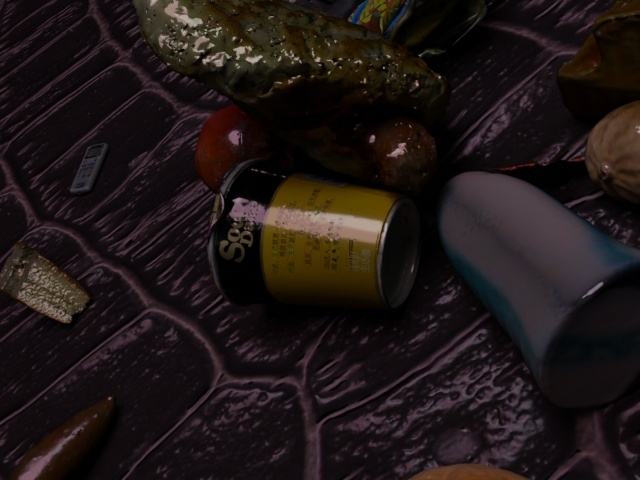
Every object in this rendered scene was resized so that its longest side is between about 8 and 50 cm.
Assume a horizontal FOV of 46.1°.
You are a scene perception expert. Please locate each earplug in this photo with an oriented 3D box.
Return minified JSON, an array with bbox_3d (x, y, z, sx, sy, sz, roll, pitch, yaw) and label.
[{"bbox_3d":[0.239,0.014,0.864,0.185,0.185,0.324,-36,40,1],"label":"earplug"}]

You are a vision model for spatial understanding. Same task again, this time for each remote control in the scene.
[{"bbox_3d":[-0.464,-0.144,1.514,0.053,0.018,0.124,-7,53,26],"label":"remote control"}]

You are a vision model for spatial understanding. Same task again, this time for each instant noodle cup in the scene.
[{"bbox_3d":[0.000,0.000,1.002,0.236,0.215,0.216,7,59,26],"label":"instant noodle cup"}]

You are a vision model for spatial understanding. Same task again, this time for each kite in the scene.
[{"bbox_3d":[0.276,-0.098,0.993,0.222,0.008,0.125,-7,3,-20],"label":"kite"}]

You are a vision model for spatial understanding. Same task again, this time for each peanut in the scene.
[{"bbox_3d":[0.420,-0.105,0.869,0.224,0.129,0.129,-8,52,29],"label":"peanut"}]

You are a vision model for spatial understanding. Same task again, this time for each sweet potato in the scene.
[{"bbox_3d":[-0.382,0.365,1.020,0.108,0.079,0.346,2,59,17],"label":"sweet potato"}]

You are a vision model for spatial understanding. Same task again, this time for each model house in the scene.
[{"bbox_3d":[0.409,-0.248,0.934,0.239,0.268,0.173,-18,68,20],"label":"model house"}]

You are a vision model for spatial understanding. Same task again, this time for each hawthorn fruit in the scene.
[{"bbox_3d":[-0.116,-0.138,1.199,0.172,0.173,0.173,-16,49,20],"label":"hawthorn fruit"}]

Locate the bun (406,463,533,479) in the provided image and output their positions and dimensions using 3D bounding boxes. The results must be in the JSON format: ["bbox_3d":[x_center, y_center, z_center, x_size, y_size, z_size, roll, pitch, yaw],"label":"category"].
[{"bbox_3d":[0.121,0.338,0.675,0.298,0.165,0.299,-17,47,19],"label":"bun"}]

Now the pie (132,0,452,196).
[{"bbox_3d":[-0.028,-0.233,1.020,0.180,0.418,0.395,-62,4,14],"label":"pie"}]

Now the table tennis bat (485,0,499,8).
[{"bbox_3d":[0.265,-0.448,1.242,0.169,0.119,0.107,10,63,38],"label":"table tennis bat"}]

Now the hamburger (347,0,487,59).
[{"bbox_3d":[0.168,-0.370,1.209,0.276,0.150,0.261,-20,35,57],"label":"hamburger"}]

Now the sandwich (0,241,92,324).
[{"bbox_3d":[-0.504,0.069,1.320,0.244,0.088,0.090,22,73,40],"label":"sandwich"}]

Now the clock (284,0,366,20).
[{"bbox_3d":[-0.016,-0.421,1.430,0.312,0.061,0.313,-16,49,20],"label":"clock"}]
